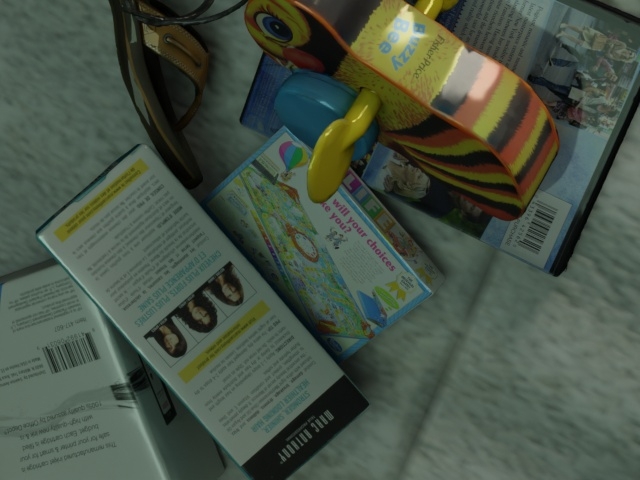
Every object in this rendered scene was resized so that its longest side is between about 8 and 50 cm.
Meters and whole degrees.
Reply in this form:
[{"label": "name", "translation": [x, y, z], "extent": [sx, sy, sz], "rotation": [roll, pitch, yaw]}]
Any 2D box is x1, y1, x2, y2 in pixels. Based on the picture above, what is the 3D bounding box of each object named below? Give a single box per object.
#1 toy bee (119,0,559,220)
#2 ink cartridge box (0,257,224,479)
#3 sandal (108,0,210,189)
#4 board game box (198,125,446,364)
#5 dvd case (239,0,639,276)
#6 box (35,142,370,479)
[{"label": "toy bee", "translation": [0.013, -0.117, 0.990], "extent": [0.298, 0.162, 0.195], "rotation": [10, 70, -2]}, {"label": "ink cartridge box", "translation": [-0.183, 0.116, 1.219], "extent": [0.148, 0.086, 0.203], "rotation": [-18, 97, 25]}, {"label": "sandal", "translation": [-0.111, -0.144, 1.132], "extent": [0.060, 0.090, 0.219], "rotation": [-14, 92, 3]}, {"label": "board game box", "translation": [0.000, 0.000, 1.130], "extent": [0.154, 0.026, 0.103], "rotation": [50, 126, -2]}, {"label": "dvd case", "translation": [0.083, -0.108, 1.084], "extent": [0.253, 0.022, 0.180], "rotation": [27, 112, 14]}, {"label": "box", "translation": [-0.082, 0.055, 1.130], "extent": [0.100, 0.060, 0.244], "rotation": [-41, 99, -6]}]
